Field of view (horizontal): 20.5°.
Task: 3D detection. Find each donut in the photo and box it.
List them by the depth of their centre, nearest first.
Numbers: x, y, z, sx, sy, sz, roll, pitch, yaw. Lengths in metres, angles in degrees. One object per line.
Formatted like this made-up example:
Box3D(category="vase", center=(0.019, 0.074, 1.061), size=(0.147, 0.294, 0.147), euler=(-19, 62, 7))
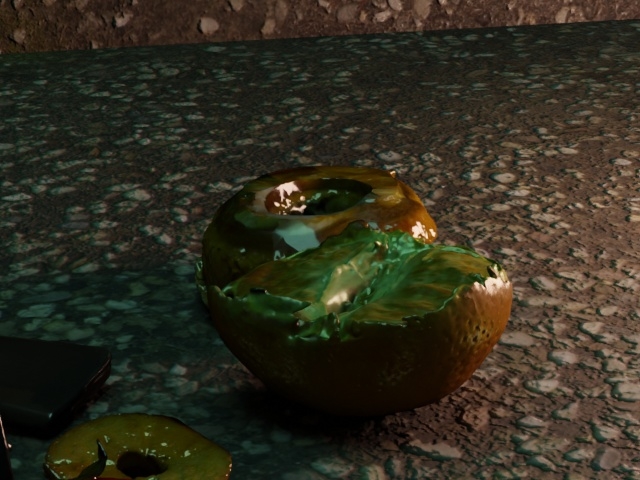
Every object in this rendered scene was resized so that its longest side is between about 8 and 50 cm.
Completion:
Box3D(category="donut", center=(-0.176, 0.242, 1.725), size=(0.190, 0.074, 0.174), euler=(14, 24, 29))
Box3D(category="donut", center=(0.000, 0.000, 2.242), size=(0.330, 0.160, 0.330), euler=(3, 26, -1))

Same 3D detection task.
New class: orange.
Box3D(category="orange", center=(0.038, 0.091, 1.938), size=(0.335, 0.196, 0.262), euler=(10, 9, 21))

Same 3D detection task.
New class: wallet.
Box3D(category="wallet", center=(-0.399, 0.157, 2.027), size=(0.310, 0.042, 0.165), euler=(5, 23, 23))

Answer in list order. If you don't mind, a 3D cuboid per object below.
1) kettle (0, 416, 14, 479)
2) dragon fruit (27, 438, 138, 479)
Box3D(category="kettle", center=(-0.438, 0.253, 1.625), size=(0.308, 0.262, 0.203), euler=(-12, -13, -17))
Box3D(category="dragon fruit", center=(-0.146, 0.271, 1.490), size=(0.343, 0.100, 0.282), euler=(28, 29, 23))
